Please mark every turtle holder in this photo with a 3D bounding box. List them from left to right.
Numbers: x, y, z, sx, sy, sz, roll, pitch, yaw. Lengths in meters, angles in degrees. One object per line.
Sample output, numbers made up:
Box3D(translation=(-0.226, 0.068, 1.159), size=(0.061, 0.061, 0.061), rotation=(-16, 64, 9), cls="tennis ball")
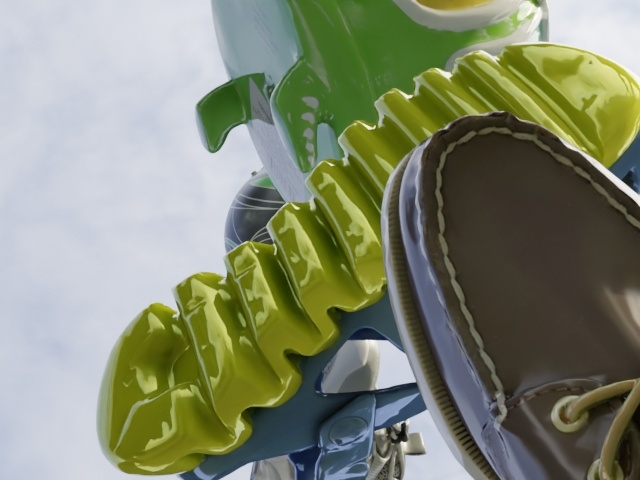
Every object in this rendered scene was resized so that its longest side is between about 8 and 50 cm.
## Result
Box3D(translation=(0.031, -0.156, 1.033), size=(0.227, 0.243, 0.320), rotation=(-24, -61, -15), cls="turtle holder")

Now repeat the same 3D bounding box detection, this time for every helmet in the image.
Box3D(translation=(0.000, 0.000, 1.289), size=(0.161, 0.169, 0.169), rotation=(-14, -86, -19), cls="helmet")

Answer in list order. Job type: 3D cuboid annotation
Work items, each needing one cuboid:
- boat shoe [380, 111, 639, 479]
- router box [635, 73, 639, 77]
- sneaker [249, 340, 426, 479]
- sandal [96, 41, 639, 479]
Box3D(translation=(0.122, 0.085, 0.474), size=(0.116, 0.097, 0.324), rotation=(-26, -107, -6), cls="boat shoe")
Box3D(translation=(0.247, -0.077, 0.906), size=(0.178, 0.133, 0.046), rotation=(-5, -76, -3), cls="router box")
Box3D(translation=(0.018, 0.116, 0.984), size=(0.115, 0.281, 0.105), rotation=(8, -114, -3), cls="sneaker")
Box3D(translation=(0.040, 0.027, 0.736), size=(0.317, 0.126, 0.138), rotation=(-36, -50, 19), cls="sandal")
